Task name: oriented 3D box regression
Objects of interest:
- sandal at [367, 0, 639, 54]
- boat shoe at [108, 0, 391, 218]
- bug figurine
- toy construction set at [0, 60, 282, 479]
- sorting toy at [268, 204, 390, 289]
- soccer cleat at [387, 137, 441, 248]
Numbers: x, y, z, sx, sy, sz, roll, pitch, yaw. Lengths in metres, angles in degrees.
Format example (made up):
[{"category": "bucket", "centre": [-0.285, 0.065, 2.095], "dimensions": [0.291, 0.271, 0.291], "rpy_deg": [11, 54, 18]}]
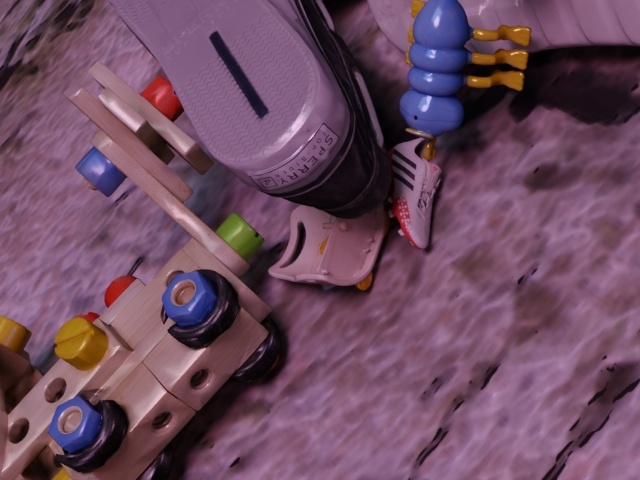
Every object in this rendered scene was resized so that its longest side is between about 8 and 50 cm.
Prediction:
[{"category": "sandal", "centre": [0.208, -0.192, 0.636], "dimensions": [0.416, 0.169, 0.102], "rpy_deg": [7, 27, 37]}, {"category": "boat shoe", "centre": [-0.054, -0.134, 0.727], "dimensions": [0.121, 0.119, 0.335], "rpy_deg": [-33, 50, 13]}, {"category": "bug figurine", "centre": [0.147, -0.124, 0.587], "dimensions": [0.279, 0.072, 0.216], "rpy_deg": [18, 118, 34]}, {"category": "toy construction set", "centre": [-0.154, 0.054, 0.721], "dimensions": [0.215, 0.151, 0.328], "rpy_deg": [39, 99, 42]}, {"category": "sorting toy", "centre": [0.000, 0.000, 0.710], "dimensions": [0.075, 0.045, 0.083], "rpy_deg": [-4, 56, 43]}, {"category": "soccer cleat", "centre": [0.062, -0.032, 0.694], "dimensions": [0.035, 0.029, 0.083], "rpy_deg": [-27, 47, 24]}]
